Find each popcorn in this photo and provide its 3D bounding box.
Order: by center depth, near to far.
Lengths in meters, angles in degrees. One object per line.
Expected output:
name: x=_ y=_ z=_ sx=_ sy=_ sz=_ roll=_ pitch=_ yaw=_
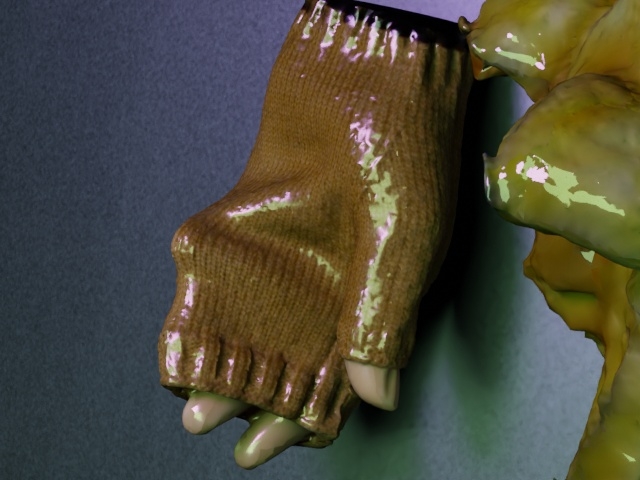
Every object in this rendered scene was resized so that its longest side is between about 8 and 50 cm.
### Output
popcorn: x=0.224 y=-0.028 z=0.741 sx=0.290 sy=0.326 sz=0.321 roll=-17 pitch=71 yaw=37

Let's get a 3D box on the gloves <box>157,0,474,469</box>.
gloves: x=0.009 y=-0.004 z=1.013 sx=0.203 sy=0.155 sz=0.356 roll=19 pitch=83 yaw=30
